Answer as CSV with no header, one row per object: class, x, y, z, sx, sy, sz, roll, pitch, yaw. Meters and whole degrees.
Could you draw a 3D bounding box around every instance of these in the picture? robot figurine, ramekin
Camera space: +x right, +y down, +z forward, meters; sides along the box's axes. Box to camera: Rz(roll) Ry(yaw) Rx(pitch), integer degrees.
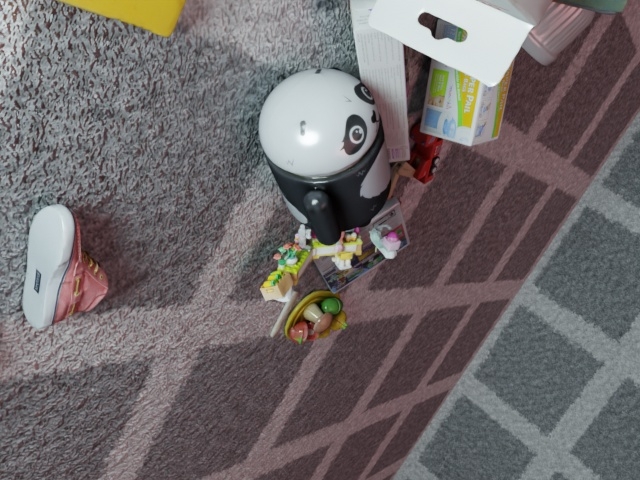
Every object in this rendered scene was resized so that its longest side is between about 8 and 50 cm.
robot figurine,0.015,-0.120,0.929,0.173,0.209,0.278,-34,150,-7
ramekin,0.342,-0.393,1.020,0.109,0.207,0.207,-39,162,32

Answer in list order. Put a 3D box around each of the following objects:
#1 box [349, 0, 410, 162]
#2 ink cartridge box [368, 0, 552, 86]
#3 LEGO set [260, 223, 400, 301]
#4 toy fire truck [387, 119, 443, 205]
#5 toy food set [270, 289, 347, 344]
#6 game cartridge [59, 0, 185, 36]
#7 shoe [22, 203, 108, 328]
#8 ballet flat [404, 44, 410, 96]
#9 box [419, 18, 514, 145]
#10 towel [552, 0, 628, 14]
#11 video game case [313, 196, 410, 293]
box,0.095,-0.225,0.955,0.067,0.063,0.324,-8,154,7
ink cartridge box,0.173,-0.363,0.650,0.119,0.207,0.353,-2,123,-58
LEGO set,0.000,0.000,1.117,0.287,0.132,0.107,-18,127,-33
toy fire truck,0.179,-0.145,1.284,0.135,0.047,0.192,-30,144,-34
toy food set,-0.005,0.175,1.351,0.218,0.071,0.128,10,114,-59
game cartridge,-0.195,-0.338,0.506,0.324,0.053,0.285,-2,124,-59
shoe,-0.295,0.026,0.759,0.081,0.063,0.178,-19,143,-48
ballet flat,0.110,-0.285,1.007,0.079,0.077,0.221,-63,161,-20
box,0.265,-0.284,1.140,0.103,0.114,0.203,-20,124,-44
towel,0.275,-0.451,0.815,0.040,0.370,0.271,-89,-169,-45
video game case,0.085,0.014,1.301,0.201,0.023,0.183,-34,150,-3
